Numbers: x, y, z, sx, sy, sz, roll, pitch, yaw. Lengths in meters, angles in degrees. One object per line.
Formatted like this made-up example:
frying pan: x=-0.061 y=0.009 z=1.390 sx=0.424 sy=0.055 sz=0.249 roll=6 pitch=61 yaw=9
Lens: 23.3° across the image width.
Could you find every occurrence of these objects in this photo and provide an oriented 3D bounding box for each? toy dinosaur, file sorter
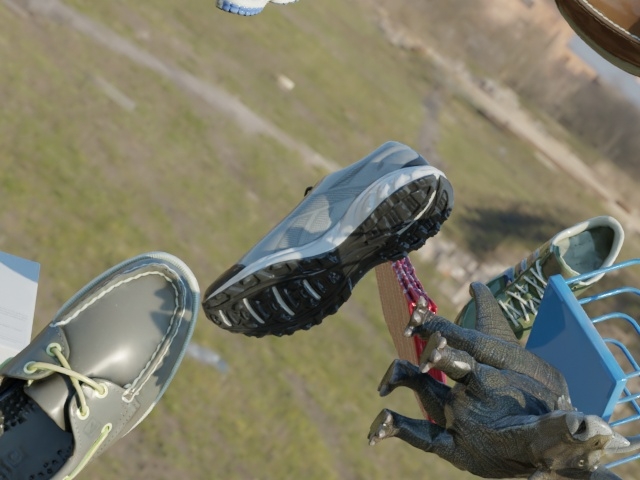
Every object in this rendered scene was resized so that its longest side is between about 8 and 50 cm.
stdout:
toy dinosaur: x=0.130 y=0.122 z=1.142 sx=0.160 sy=0.121 sz=0.313 roll=29 pitch=8 yaw=-6
file sorter: x=0.258 y=0.116 z=1.387 sx=0.170 sy=0.104 sz=0.118 roll=100 pitch=-30 yaw=-50

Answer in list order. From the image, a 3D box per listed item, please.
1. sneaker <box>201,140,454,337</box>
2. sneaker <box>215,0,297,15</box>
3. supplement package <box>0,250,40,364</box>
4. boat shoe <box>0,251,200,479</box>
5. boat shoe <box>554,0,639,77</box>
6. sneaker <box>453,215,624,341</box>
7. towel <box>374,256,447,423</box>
sneaker: x=0.000 y=0.000 z=1.539 sx=0.100 sy=0.271 sz=0.108 roll=57 pitch=0 yaw=-44
sneaker: x=-0.050 y=-0.260 z=1.502 sx=0.052 sy=0.058 sz=0.135 roll=22 pitch=30 yaw=18
supplement package: x=-0.369 y=0.095 z=1.651 sx=0.105 sy=0.105 sz=0.179 roll=18 pitch=28 yaw=-15
boat shoe: x=-0.207 y=0.132 z=1.198 sx=0.109 sy=0.305 sz=0.091 roll=43 pitch=-3 yaw=2
boat shoe: x=0.387 y=-0.200 z=1.501 sx=0.324 sy=0.123 sz=0.120 roll=27 pitch=-9 yaw=-3
sneaker: x=0.204 y=0.037 z=1.431 sx=0.064 sy=0.192 sz=0.086 roll=53 pitch=-17 yaw=10
towel: x=0.101 y=0.085 z=1.806 sx=0.275 sy=0.031 sz=0.199 roll=-110 pitch=-172 yaw=-59
